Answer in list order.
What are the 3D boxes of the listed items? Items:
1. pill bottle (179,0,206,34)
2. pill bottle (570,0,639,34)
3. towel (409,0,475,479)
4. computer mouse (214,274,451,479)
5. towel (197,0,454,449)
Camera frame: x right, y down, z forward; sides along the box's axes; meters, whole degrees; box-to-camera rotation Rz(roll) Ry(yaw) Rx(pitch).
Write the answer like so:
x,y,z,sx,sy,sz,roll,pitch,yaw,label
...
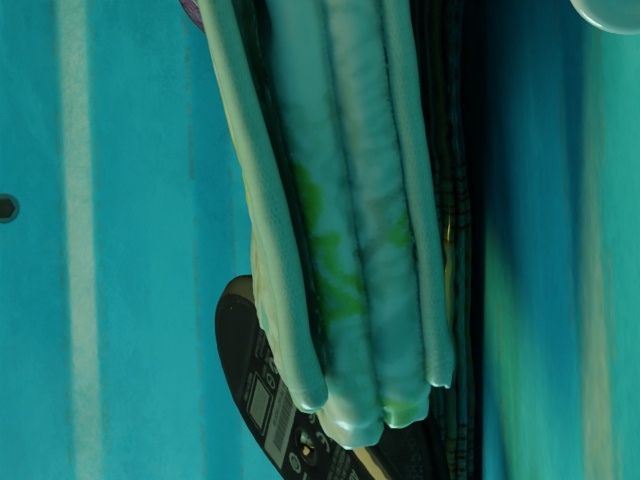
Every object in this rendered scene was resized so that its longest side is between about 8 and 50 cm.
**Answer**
x,y,z,sx,sy,sz,roll,pitch,yaw,label
-0.036,-0.230,1.295,0.301,0.169,0.169,-170,78,-85,pill bottle
0.089,-0.100,0.514,0.083,0.043,0.043,-99,8,-55,pill bottle
0.054,-0.022,1.025,0.271,0.040,0.370,-115,22,-72,towel
0.032,0.126,0.923,0.272,0.072,0.188,57,152,26,computer mouse
-0.016,-0.134,0.767,0.320,0.090,0.374,-100,1,-69,towel
